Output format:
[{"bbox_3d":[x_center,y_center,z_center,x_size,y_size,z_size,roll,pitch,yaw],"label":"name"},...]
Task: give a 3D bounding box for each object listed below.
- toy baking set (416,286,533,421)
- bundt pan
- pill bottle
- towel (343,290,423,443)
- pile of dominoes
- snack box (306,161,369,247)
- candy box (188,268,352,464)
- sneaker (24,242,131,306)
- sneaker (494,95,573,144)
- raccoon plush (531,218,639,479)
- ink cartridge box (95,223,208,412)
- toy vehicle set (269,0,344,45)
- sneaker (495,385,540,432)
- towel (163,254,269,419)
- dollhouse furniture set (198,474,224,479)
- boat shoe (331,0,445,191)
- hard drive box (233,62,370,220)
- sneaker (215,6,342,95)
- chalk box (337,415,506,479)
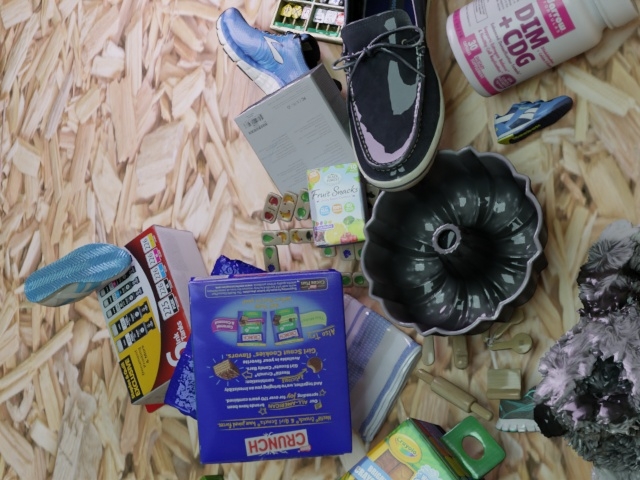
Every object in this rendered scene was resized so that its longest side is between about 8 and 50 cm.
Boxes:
[{"bbox_3d":[0.253,0.185,1.579,0.256,0.030,0.197,24,85,39],"label":"toy baking set"},{"bbox_3d":[0.239,0.015,1.558,0.330,0.124,0.331,-13,65,31],"label":"bundt pan"},{"bbox_3d":[0.367,-0.367,1.535,0.283,0.160,0.160,-24,70,26],"label":"pill bottle"},{"bbox_3d":[0.038,0.214,1.721,0.285,0.034,0.209,34,99,31],"label":"towel"},{"bbox_3d":[0.000,0.000,1.707,0.251,0.040,0.196,-3,105,19],"label":"pile of dominoes"},{"bbox_3d":[0.033,-0.062,1.654,0.100,0.037,0.141,-8,84,18],"label":"snack box"},{"bbox_3d":[-0.089,0.216,1.615,0.268,0.122,0.317,-3,91,-3],"label":"candy box"},{"bbox_3d":[-0.486,0.071,1.889,0.228,0.092,0.088,-19,71,11],"label":"sneaker"},{"bbox_3d":[0.360,-0.218,1.581,0.144,0.053,0.059,-25,68,25],"label":"sneaker"},{"bbox_3d":[0.508,0.220,1.391,0.216,0.299,0.446,-1,49,46],"label":"raccoon plush"},{"bbox_3d":[-0.350,0.171,1.910,0.271,0.130,0.310,-34,66,25],"label":"ink cartridge box"},{"bbox_3d":[0.034,-0.475,1.831,0.266,0.035,0.166,18,92,32],"label":"toy vehicle set"},{"bbox_3d":[0.362,0.273,1.498,0.166,0.065,0.076,-7,75,29],"label":"sneaker"},{"bbox_3d":[-0.140,0.205,1.712,0.227,0.076,0.308,20,89,-1],"label":"towel"},{"bbox_3d":[-0.181,0.524,1.791,0.076,0.058,0.152,-47,62,17],"label":"dollhouse furniture set"},{"bbox_3d":[0.113,-0.328,1.614,0.186,0.156,0.501,-8,71,30],"label":"boat shoe"},{"bbox_3d":[-0.019,-0.180,1.719,0.181,0.089,0.232,-25,104,25],"label":"hard drive box"},{"bbox_3d":[-0.076,-0.364,1.844,0.147,0.129,0.330,-47,70,9],"label":"sneaker"},{"bbox_3d":[0.167,0.412,1.512,0.289,0.179,0.180,-45,62,8],"label":"chalk box"}]
